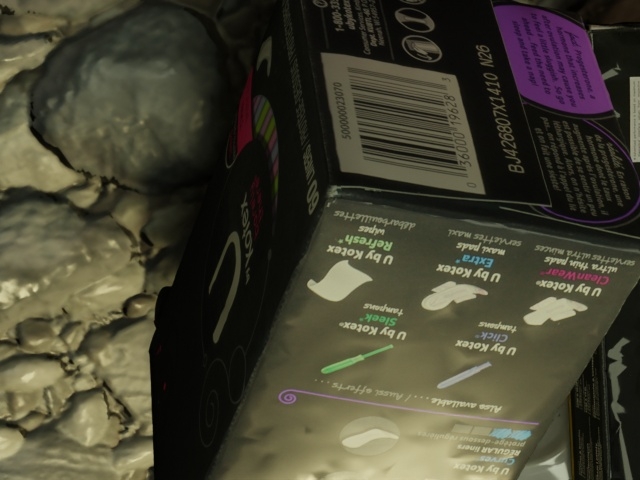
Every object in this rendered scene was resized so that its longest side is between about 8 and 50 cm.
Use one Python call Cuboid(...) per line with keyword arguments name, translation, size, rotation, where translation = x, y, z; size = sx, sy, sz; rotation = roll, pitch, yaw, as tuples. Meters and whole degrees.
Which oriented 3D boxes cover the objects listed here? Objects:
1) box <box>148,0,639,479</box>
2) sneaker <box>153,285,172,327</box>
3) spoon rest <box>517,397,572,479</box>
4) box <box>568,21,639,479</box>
Cuboid(name="box", translation=(0.020, 0.031, 0.788), size=(0.143, 0.165, 0.270), rotation=(9, 131, -16))
Cuboid(name="sneaker", translation=(0.000, 0.000, 0.923), size=(0.106, 0.078, 0.234), rotation=(33, 115, -33))
Cuboid(name="spoon rest", translation=(0.063, 0.119, 1.010), size=(0.276, 0.137, 0.084), rotation=(-16, 162, 12))
Cuboid(name="box", translation=(0.260, 0.039, 0.917), size=(0.257, 0.079, 0.322), rotation=(-5, 95, -8))
